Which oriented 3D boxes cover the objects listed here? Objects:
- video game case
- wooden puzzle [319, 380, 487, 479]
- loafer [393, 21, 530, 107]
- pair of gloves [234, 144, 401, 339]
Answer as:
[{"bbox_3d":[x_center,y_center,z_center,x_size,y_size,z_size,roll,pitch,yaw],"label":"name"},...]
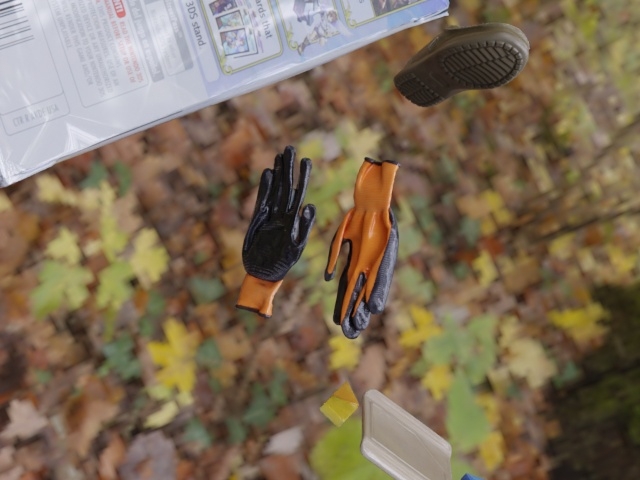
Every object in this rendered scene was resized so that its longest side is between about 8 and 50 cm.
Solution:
[{"bbox_3d":[-0.085,-0.181,0.724,0.244,0.061,0.270,-25,102,-40],"label":"video game case"},{"bbox_3d":[0.049,0.123,1.100,0.116,0.014,0.078,39,20,-4],"label":"wooden puzzle"},{"bbox_3d":[0.113,-0.149,1.495,0.056,0.148,0.050,39,61,-25],"label":"loafer"},{"bbox_3d":[0.000,0.000,0.777,0.010,0.083,0.074,13,88,-48],"label":"pair of gloves"}]
